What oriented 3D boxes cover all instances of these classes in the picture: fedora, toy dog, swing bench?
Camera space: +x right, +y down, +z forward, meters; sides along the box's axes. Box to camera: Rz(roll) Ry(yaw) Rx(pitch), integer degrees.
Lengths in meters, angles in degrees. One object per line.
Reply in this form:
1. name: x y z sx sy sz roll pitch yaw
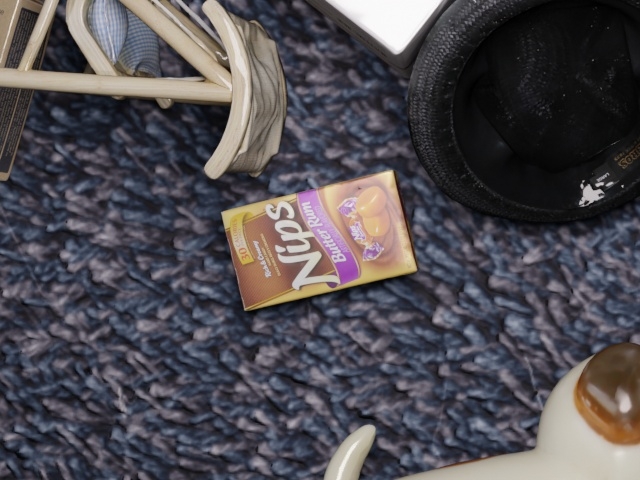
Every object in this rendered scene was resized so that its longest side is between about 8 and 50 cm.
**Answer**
1. fedora: 0.224 -0.175 1.680 0.334 0.152 0.334 -5 134 -5
2. toy dog: 0.232 0.283 1.703 0.408 0.284 0.395 -41 51 7
3. swing bench: -0.155 -0.178 1.707 0.254 0.253 0.165 23 95 5

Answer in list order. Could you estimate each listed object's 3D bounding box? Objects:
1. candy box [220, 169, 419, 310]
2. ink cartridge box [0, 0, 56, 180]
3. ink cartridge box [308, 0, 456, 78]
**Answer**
1. candy box: 0.000 0.000 1.799 0.186 0.053 0.109 -14 91 7
2. ink cartridge box: -0.413 -0.185 1.791 0.234 0.088 0.193 18 92 20
3. ink cartridge box: 0.064 -0.300 1.674 0.198 0.270 0.197 38 93 3
